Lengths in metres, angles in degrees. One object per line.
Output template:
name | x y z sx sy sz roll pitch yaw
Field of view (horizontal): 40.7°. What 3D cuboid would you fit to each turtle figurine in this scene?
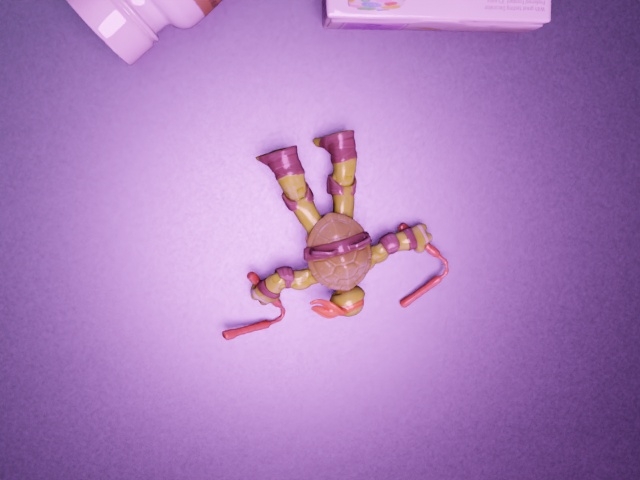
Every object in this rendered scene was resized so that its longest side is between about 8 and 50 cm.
turtle figurine | 0.000 0.000 0.951 0.269 0.087 0.218 -16 97 -3

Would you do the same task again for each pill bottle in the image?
pill bottle | -0.147 -0.294 0.884 0.229 0.131 0.131 -43 98 1

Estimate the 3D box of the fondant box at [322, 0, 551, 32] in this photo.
fondant box | 0.122 -0.394 0.915 0.238 0.096 0.331 0 95 -5
